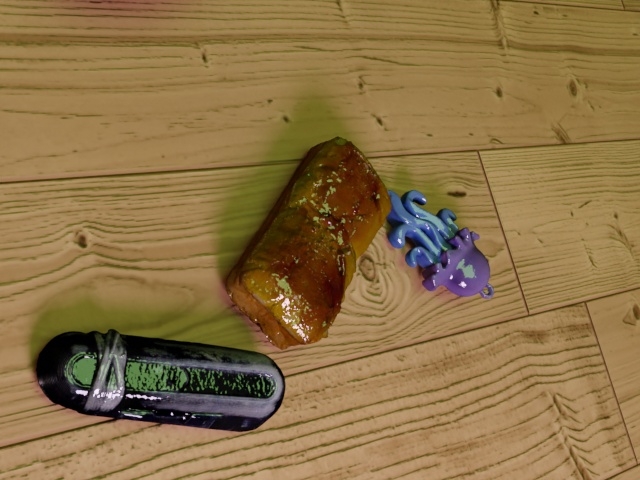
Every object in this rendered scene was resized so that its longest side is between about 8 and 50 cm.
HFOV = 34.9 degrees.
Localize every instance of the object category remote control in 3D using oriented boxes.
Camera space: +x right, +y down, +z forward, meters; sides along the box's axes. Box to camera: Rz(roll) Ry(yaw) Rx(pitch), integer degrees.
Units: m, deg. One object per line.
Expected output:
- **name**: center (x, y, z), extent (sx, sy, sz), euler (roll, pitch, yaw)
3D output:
- **remote control**: center (-0.147, 0.138, 1.010), extent (0.266, 0.066, 0.090), euler (14, 61, -36)

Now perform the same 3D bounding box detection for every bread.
- **bread**: center (-0.001, 0.001, 1.182), extent (0.139, 0.077, 0.271), euler (49, 46, -18)

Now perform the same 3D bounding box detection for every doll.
- **doll**: center (0.149, 0.003, 1.319), extent (0.206, 0.067, 0.110), euler (44, 63, -3)
